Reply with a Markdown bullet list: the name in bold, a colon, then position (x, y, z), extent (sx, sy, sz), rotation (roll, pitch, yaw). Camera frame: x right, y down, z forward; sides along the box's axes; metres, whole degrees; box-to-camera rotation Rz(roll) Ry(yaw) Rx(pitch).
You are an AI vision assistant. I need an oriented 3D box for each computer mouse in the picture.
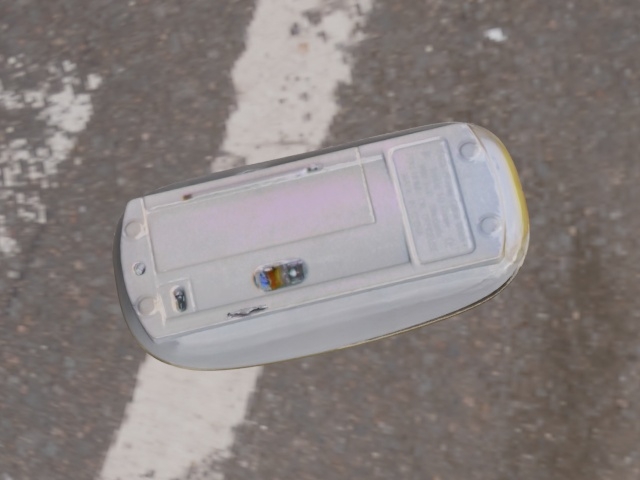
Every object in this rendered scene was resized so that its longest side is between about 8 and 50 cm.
- **computer mouse**: position (0.000, 0.001, 0.776), extent (0.199, 0.045, 0.102), rotation (-14, 68, 0)
